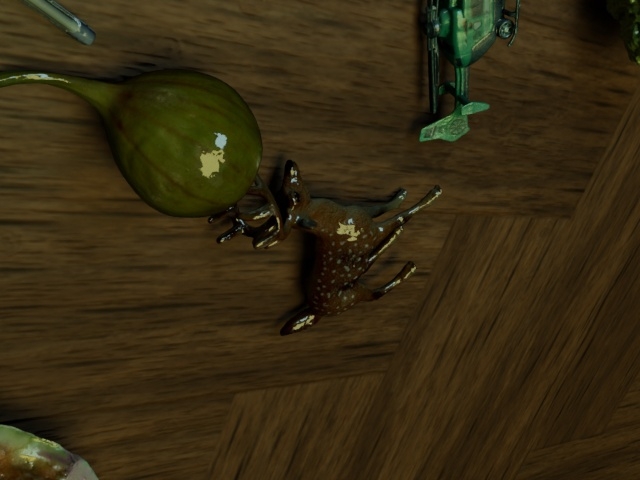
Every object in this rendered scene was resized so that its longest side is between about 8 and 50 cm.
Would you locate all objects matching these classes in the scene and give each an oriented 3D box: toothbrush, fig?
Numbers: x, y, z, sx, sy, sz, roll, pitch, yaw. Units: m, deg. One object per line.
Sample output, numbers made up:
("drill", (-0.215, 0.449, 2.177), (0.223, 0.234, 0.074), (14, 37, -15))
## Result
("toothbrush", (-0.241, -0.198, 0.580), (0.016, 0.019, 0.219), (-50, 139, 6))
("fig", (-0.161, -0.097, 0.682), (0.236, 0.124, 0.124), (20, 108, -22))

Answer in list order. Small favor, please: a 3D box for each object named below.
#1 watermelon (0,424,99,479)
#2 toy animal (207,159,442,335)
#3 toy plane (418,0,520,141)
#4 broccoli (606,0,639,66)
("watermelon", (-0.336, 0.270, 0.790), (0.175, 0.188, 0.322), (-75, 150, -42))
("toy animal", (0.012, 0.009, 0.900), (0.260, 0.087, 0.243), (-23, 132, -29))
("toy plane", (0.148, -0.207, 0.868), (0.096, 0.060, 0.235), (-18, 128, -18))
("broccoli", (0.410, -0.327, 0.944), (0.254, 0.186, 0.302), (40, 50, -45))
